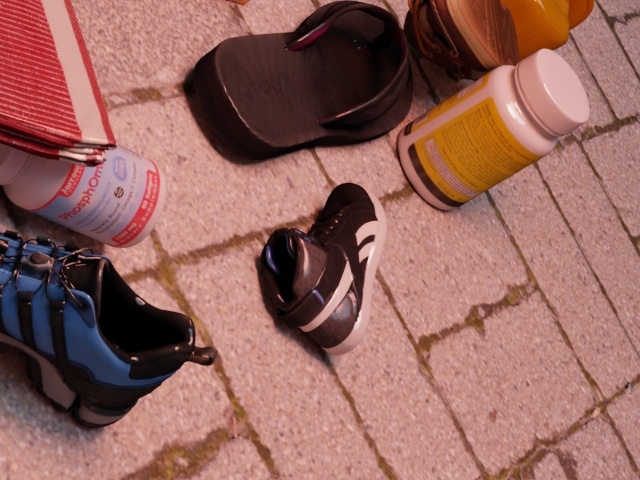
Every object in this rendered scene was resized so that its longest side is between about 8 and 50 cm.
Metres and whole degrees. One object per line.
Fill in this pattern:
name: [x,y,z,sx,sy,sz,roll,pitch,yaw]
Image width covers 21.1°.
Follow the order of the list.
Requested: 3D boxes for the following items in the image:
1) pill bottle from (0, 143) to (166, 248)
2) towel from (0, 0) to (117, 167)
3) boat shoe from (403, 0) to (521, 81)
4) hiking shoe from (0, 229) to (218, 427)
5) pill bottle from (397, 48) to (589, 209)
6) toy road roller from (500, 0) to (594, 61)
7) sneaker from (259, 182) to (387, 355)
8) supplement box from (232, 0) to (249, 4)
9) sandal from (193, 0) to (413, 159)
pill bottle: [-0.218,-0.057,1.485,0.160,0.087,0.087,25,45,-41]
towel: [-0.333,-0.181,1.396,0.329,0.037,0.237,16,37,-36]
boat shoe: [0.160,-0.254,2.071,0.342,0.123,0.123,17,66,-75]
hiking shoe: [-0.230,0.029,1.352,0.304,0.132,0.113,35,39,-33]
pill bottle: [0.203,-0.131,2.014,0.119,0.208,0.119,34,40,-34]
toy road roller: [0.234,-0.380,2.285,0.329,0.202,0.241,35,49,-35]
sneaker: [0.000,0.000,1.744,0.121,0.079,0.217,38,39,-32]
supplement box: [-0.098,-0.295,1.875,0.098,0.062,0.036,7,60,-51]
sandal: [0.022,-0.187,1.903,0.168,0.107,0.446,59,30,-1]
